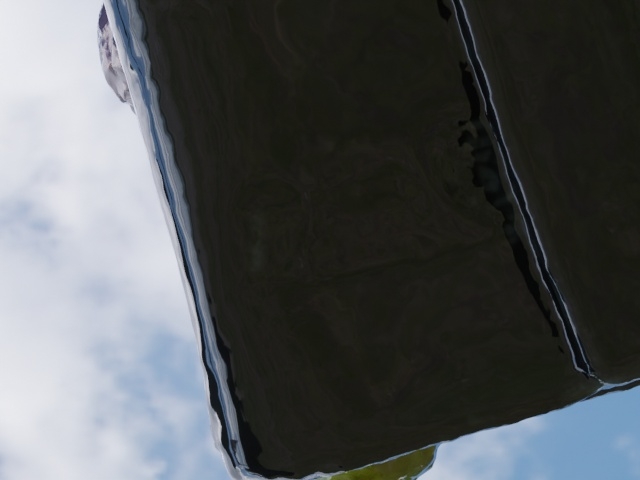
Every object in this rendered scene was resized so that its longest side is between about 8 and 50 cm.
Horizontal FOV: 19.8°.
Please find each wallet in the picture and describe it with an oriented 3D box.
[{"bbox_3d":[0.018,-0.121,0.734,0.228,0.062,0.406,-15,-99,-14],"label":"wallet"}]

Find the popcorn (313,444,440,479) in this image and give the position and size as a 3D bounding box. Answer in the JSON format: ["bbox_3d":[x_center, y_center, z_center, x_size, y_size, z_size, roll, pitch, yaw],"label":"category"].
[{"bbox_3d":[0.045,0.074,1.558,0.293,0.334,0.292,-7,-97,-1],"label":"popcorn"}]

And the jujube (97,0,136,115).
[{"bbox_3d":[-0.095,-0.178,1.563,0.197,0.290,0.197,0,-88,-1],"label":"jujube"}]
